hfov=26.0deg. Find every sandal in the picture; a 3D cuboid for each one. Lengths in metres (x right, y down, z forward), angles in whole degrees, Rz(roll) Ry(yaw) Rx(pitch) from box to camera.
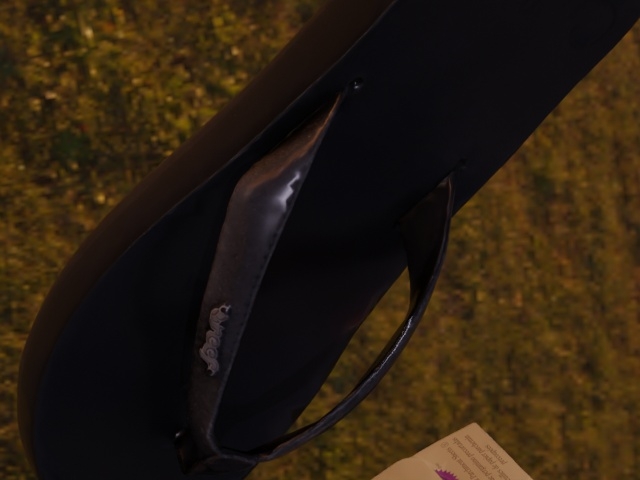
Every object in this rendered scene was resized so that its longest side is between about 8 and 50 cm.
[{"bbox_3d":[0.000,-0.001,0.387,0.097,0.254,0.054,21,25,-41],"label":"sandal"}]

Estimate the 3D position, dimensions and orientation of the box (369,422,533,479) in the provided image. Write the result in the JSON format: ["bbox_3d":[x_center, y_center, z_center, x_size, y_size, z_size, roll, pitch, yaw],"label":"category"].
[{"bbox_3d":[0.113,0.241,0.710,0.063,0.067,0.324,-27,119,-9],"label":"box"}]
